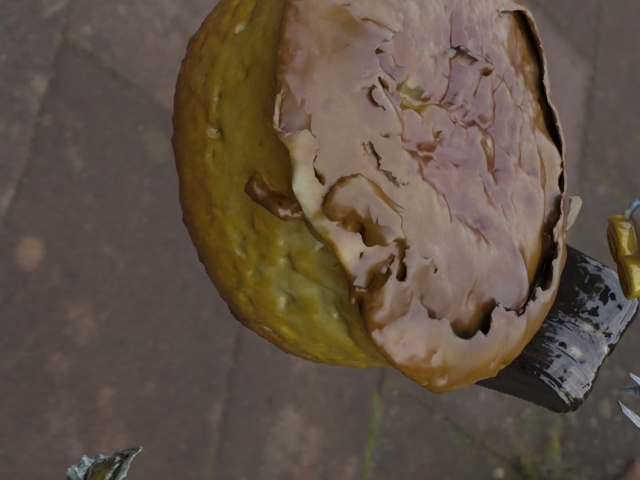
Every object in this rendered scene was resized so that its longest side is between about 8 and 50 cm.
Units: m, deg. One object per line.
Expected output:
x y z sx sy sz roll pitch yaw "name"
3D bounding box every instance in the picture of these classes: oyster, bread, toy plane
-0.231 0.255 1.689 0.100 0.098 0.037 -26 106 -36 "oyster"
0.044 -0.063 1.149 0.336 0.204 0.358 60 39 -20 "bread"
0.532 0.302 2.394 0.226 0.058 0.226 20 36 -44 "toy plane"

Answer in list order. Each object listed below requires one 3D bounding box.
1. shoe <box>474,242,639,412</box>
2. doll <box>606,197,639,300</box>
0.277 0.092 2.249 0.237 0.384 0.171 -52 126 -17 "shoe"
0.480 -0.008 1.722 0.141 0.314 0.177 89 -10 -69 "doll"
